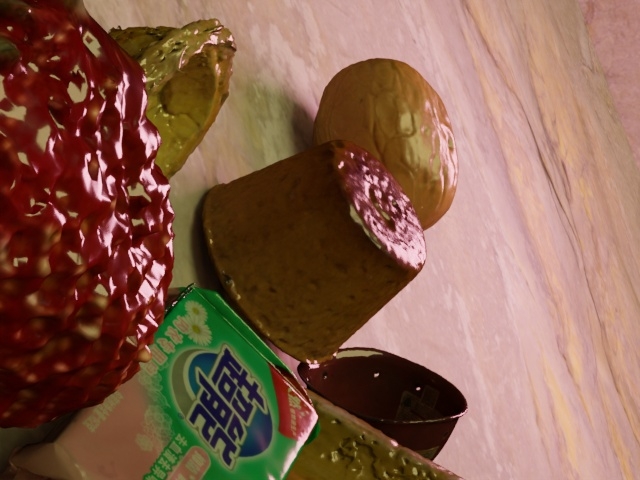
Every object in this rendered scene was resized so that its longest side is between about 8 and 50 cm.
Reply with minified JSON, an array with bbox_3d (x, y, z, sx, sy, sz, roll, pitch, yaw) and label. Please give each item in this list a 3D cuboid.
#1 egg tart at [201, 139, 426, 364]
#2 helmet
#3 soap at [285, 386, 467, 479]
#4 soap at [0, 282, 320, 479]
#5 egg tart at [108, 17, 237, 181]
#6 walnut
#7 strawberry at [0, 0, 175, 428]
[{"bbox_3d":[0.000,0.000,1.404,0.202,0.147,0.203,41,29,-29],"label":"egg tart"},{"bbox_3d":[0.047,0.180,1.436,0.175,0.155,0.106,4,110,-42],"label":"helmet"},{"bbox_3d":[0.018,0.322,1.361,0.338,0.304,0.169,29,34,7],"label":"soap"},{"bbox_3d":[-0.110,0.165,1.113,0.218,0.098,0.273,48,29,-6],"label":"soap"},{"bbox_3d":[-0.152,-0.101,1.188,0.090,0.212,0.212,39,24,9],"label":"egg tart"},{"bbox_3d":[0.071,-0.100,1.649,0.165,0.165,0.197,12,69,-61],"label":"walnut"},{"bbox_3d":[-0.218,-0.002,0.896,0.292,0.292,0.343,-74,149,-52],"label":"strawberry"}]
